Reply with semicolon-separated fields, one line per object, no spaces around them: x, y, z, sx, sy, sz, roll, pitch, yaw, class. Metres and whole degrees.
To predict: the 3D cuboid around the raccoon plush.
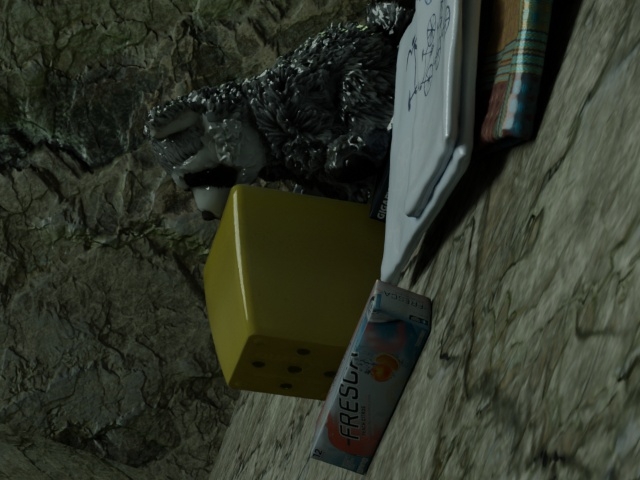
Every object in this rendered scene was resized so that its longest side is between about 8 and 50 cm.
-0.044;-0.225;1.704;0.216;0.299;0.446;115;172;-68;raccoon plush

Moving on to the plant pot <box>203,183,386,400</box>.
-0.030;0.080;1.637;0.212;0.212;0.187;115;160;-54;plant pot

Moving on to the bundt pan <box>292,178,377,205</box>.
0.000;0.000;2.049;0.331;0.124;0.331;-160;90;-85;bundt pan

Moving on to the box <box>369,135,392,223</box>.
0.121;-0.146;1.621;0.220;0.051;0.175;-76;6;-52;box

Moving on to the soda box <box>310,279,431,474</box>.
0.047;0.132;1.262;0.063;0.058;0.183;-78;8;-62;soda box

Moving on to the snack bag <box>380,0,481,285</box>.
0.104;-0.159;1.327;0.342;0.037;0.323;112;164;-67;snack bag

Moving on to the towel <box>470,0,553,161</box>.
0.170;-0.261;1.170;0.271;0.040;0.370;163;116;-86;towel
